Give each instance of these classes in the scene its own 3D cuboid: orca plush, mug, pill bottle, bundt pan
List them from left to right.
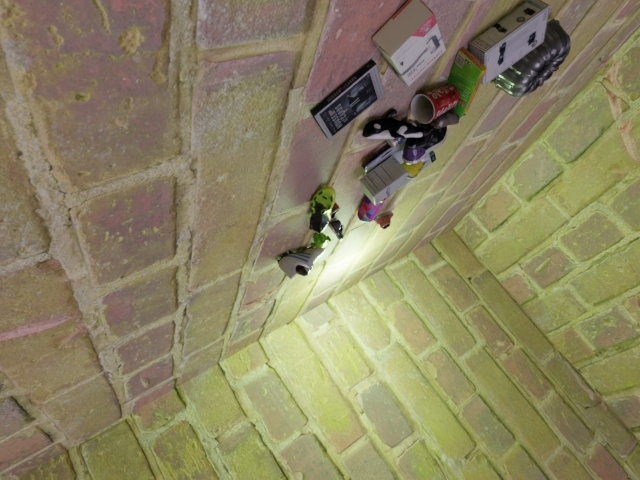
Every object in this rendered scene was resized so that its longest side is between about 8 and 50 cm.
[{"bbox_3d":[0.286,-0.431,1.618,0.287,0.151,0.102,-2,111,-14],"label":"orca plush"},{"bbox_3d":[0.323,-0.431,1.757,0.120,0.067,0.067,-37,162,2],"label":"pill bottle"},{"bbox_3d":[0.441,-0.381,2.035,0.103,0.103,0.184,-25,158,-31],"label":"pill bottle"},{"bbox_3d":[0.455,-0.520,1.669,0.169,0.150,0.113,-31,136,-29],"label":"mug"},{"bbox_3d":[0.902,-0.739,1.836,0.331,0.124,0.331,-33,160,-13],"label":"bundt pan"}]

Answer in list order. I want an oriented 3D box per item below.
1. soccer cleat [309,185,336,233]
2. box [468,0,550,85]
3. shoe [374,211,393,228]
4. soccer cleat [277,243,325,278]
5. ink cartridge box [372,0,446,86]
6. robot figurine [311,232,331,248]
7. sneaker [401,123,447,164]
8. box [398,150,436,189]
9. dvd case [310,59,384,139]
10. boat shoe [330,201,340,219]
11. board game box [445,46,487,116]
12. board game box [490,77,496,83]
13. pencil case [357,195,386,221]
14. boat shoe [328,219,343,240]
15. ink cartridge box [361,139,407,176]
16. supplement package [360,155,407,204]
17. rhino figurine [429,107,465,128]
[{"bbox_3d":[0.012,-0.149,1.892,0.289,0.093,0.121,107,9,-54],"label":"soccer cleat"},{"bbox_3d":[0.686,-0.729,1.614,0.290,0.087,0.169,-37,150,0],"label":"box"},{"bbox_3d":[0.396,-0.117,2.628,0.178,0.081,0.063,-17,154,-45],"label":"shoe"},{"bbox_3d":[-0.076,0.113,2.236,0.331,0.143,0.116,-16,153,-47],"label":"soccer cleat"},{"bbox_3d":[0.264,-0.570,1.277,0.158,0.092,0.218,-42,163,16],"label":"ink cartridge box"},{"bbox_3d":[0.000,0.000,2.218,0.101,0.067,0.115,-24,161,-5],"label":"robot figurine"},{"bbox_3d":[0.455,-0.448,1.857,0.283,0.107,0.124,-47,153,-24],"label":"sneaker"},{"bbox_3d":[0.459,-0.360,2.184,0.244,0.060,0.100,-40,161,9],"label":"box"},{"bbox_3d":[0.090,-0.436,1.385,0.238,0.029,0.179,-39,161,6],"label":"dvd case"},{"bbox_3d":[0.048,-0.121,2.053,0.049,0.043,0.137,-21,158,-44],"label":"boat shoe"},{"bbox_3d":[0.539,-0.591,1.667,0.039,0.124,0.259,-33,161,-14],"label":"board game box"},{"bbox_3d":[0.770,-0.743,1.849,0.243,0.042,0.165,-14,151,-49],"label":"board game box"},{"bbox_3d":[0.265,-0.184,2.205,0.104,0.104,0.236,-26,160,-29],"label":"pencil case"},{"bbox_3d":[0.098,-0.052,2.261,0.065,0.075,0.206,-35,157,4],"label":"boat shoe"},{"bbox_3d":[0.281,-0.353,1.904,0.223,0.045,0.224,-37,161,-1],"label":"ink cartridge box"},{"bbox_3d":[0.271,-0.256,1.878,0.179,0.105,0.105,-36,161,-2],"label":"supplement package"},{"bbox_3d":[0.526,-0.524,1.837,0.243,0.106,0.073,-22,157,-38],"label":"rhino figurine"}]
